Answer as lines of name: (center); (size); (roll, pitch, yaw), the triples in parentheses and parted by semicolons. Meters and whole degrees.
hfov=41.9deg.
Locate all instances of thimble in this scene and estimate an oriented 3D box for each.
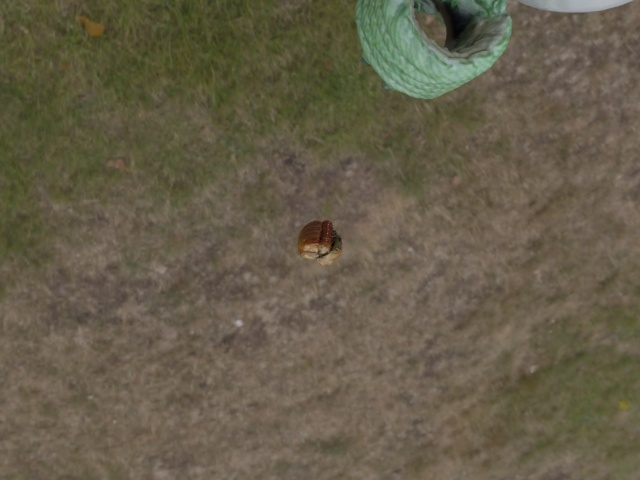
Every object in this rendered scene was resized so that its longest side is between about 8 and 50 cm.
thimble: (0.165, -0.322, 1.229); (0.219, 0.218, 0.150); (4, 172, -24)

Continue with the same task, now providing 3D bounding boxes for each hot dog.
hot dog: (0.001, -0.002, 1.148); (0.062, 0.144, 0.038); (20, 104, -2)

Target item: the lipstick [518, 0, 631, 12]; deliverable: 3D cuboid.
lipstick: (0.087, -0.201, 0.263); (0.070, 0.070, 0.254); (-17, 135, -3)
